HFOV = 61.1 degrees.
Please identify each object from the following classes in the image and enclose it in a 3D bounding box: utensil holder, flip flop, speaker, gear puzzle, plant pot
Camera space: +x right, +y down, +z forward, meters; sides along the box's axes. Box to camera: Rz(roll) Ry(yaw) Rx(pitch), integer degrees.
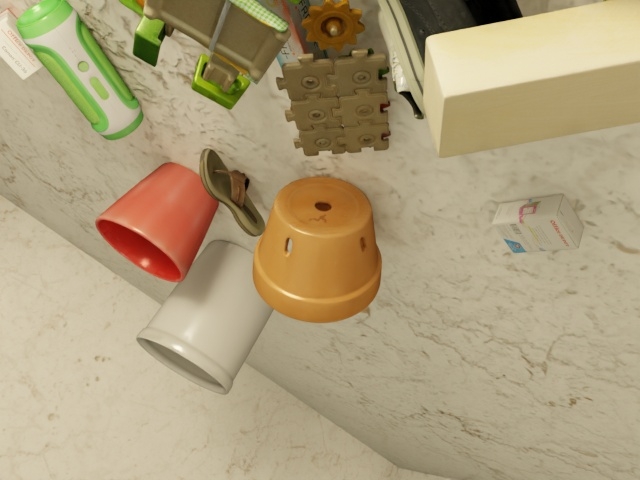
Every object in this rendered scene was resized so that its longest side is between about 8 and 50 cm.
[{"bbox_3d":[-0.337,0.238,1.738,0.327,0.386,0.328,24,153,13],"label":"utensil holder"},{"bbox_3d":[-0.202,-0.119,1.331,0.080,0.112,0.277,-18,129,22],"label":"flip flop"},{"bbox_3d":[-0.515,-0.366,1.188,0.131,0.131,0.297,12,148,31],"label":"speaker"},{"bbox_3d":[0.022,-0.249,0.863,0.175,0.044,0.339,-4,154,6],"label":"gear puzzle"},{"bbox_3d":[0.000,0.000,1.162,0.290,0.291,0.204,22,134,16],"label":"plant pot"},{"bbox_3d":[-0.422,-0.062,1.475,0.274,0.243,0.275,24,153,13],"label":"plant pot"}]

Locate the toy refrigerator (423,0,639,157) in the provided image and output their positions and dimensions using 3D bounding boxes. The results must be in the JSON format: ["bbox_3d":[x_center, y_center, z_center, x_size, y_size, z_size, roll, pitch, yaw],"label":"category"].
[{"bbox_3d":[0.249,-0.175,0.567,0.269,0.094,0.102,-10,152,4],"label":"toy refrigerator"}]

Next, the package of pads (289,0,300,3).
[{"bbox_3d":[-0.123,-0.465,0.665,0.296,0.101,0.229,27,154,4],"label":"package of pads"}]

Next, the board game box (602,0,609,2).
[{"bbox_3d":[0.357,-0.304,0.519,0.092,0.043,0.181,22,152,15],"label":"board game box"}]

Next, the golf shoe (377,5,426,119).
[{"bbox_3d":[0.130,-0.255,0.781,0.069,0.086,0.176,-2,137,49],"label":"golf shoe"}]

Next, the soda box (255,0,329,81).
[{"bbox_3d":[-0.047,-0.336,0.848,0.062,0.058,0.183,13,147,31],"label":"soda box"}]

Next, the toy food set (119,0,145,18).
[{"bbox_3d":[-0.332,-0.459,0.945,0.132,0.039,0.192,37,152,-13],"label":"toy food set"}]

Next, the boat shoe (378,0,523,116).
[{"bbox_3d":[0.126,-0.328,0.572,0.155,0.187,0.500,3,147,34],"label":"boat shoe"}]

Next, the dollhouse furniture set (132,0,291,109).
[{"bbox_3d":[-0.148,-0.345,0.803,0.197,0.151,0.301,27,165,-17],"label":"dollhouse furniture set"}]

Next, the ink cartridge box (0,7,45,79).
[{"bbox_3d":[-0.673,-0.432,1.197,0.115,0.067,0.198,55,175,-38],"label":"ink cartridge box"}]

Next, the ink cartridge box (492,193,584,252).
[{"bbox_3d":[0.381,-0.027,0.950,0.122,0.052,0.088,-5,136,50],"label":"ink cartridge box"}]
